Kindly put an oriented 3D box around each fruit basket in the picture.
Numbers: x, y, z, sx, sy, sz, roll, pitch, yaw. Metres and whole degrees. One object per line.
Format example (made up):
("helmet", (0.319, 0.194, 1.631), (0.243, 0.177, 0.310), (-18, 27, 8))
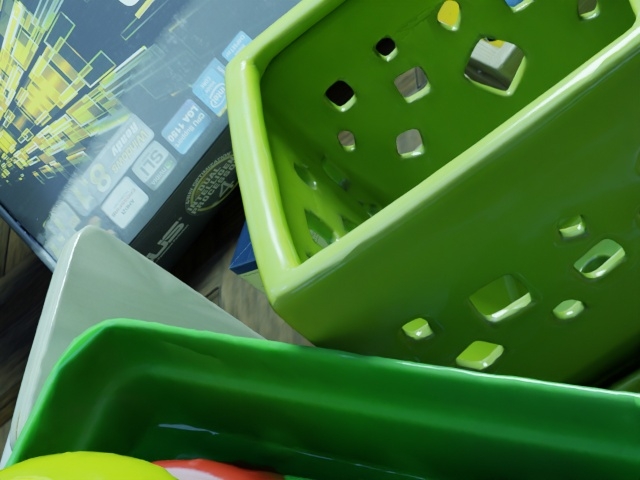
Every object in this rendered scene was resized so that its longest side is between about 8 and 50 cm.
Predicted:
("fruit basket", (-0.048, 0.158, 0.804), (0.392, 0.392, 0.283), (-7, 53, 54))

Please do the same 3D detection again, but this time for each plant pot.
("plant pot", (0.106, -0.033, 0.984), (0.228, 0.207, 0.227), (-35, 34, 15))

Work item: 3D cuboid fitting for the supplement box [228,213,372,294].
("supplement box", (0.000, 0.000, 1.254), (0.056, 0.083, 0.083), (-19, 44, 47))

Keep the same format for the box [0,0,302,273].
("box", (-0.134, -0.193, 1.493), (0.318, 0.097, 0.395), (45, 100, 22))

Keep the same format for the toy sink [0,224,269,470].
("toy sink", (-0.100, 0.128, 1.109), (0.131, 0.234, 0.153), (-29, 38, 38))

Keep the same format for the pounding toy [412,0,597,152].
("pounding toy", (0.106, -0.124, 1.221), (0.206, 0.094, 0.181), (-53, 29, 1))
